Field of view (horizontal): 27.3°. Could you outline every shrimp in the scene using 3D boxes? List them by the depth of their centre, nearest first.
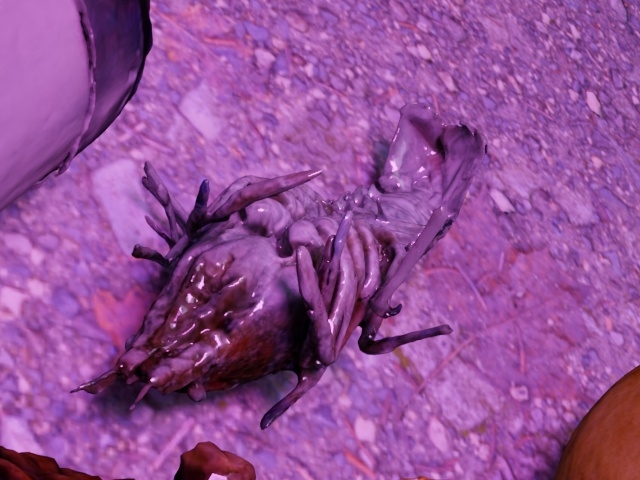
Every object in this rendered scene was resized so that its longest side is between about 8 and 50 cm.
[{"bbox_3d":[-0.003,0.004,0.861,0.221,0.166,0.410,27,19,21],"label":"shrimp"}]

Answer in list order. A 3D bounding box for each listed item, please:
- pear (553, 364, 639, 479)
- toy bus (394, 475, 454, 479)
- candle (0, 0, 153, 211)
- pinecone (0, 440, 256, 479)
[{"bbox_3d":[0.313,0.201,0.901,0.304,0.304,0.304,24,47,-30],"label":"pear"},{"bbox_3d":[0.065,0.239,0.773,0.098,0.114,0.201,17,51,-36],"label":"toy bus"},{"bbox_3d":[-0.244,-0.075,0.633,0.221,0.221,0.342,46,44,-7],"label":"candle"},{"bbox_3d":[-0.098,0.223,0.522,0.298,0.242,0.296,55,35,-75],"label":"pinecone"}]
